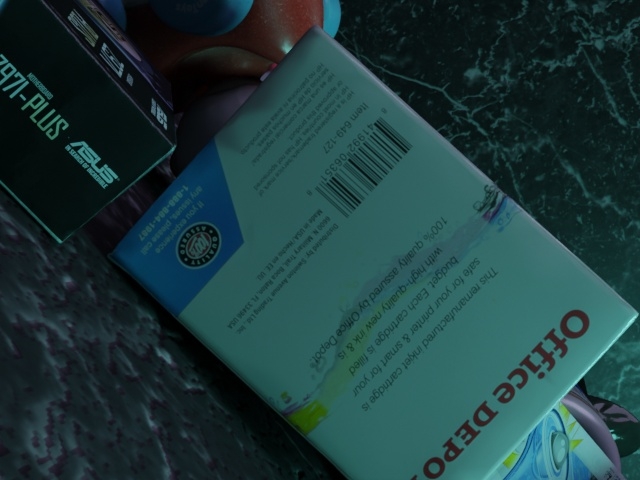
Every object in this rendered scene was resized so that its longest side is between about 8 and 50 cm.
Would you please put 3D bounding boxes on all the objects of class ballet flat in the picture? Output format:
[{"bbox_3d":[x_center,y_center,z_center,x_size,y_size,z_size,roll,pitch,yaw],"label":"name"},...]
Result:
[{"bbox_3d":[0.291,0.244,1.432,0.280,0.095,0.096,14,17,18],"label":"ballet flat"}]

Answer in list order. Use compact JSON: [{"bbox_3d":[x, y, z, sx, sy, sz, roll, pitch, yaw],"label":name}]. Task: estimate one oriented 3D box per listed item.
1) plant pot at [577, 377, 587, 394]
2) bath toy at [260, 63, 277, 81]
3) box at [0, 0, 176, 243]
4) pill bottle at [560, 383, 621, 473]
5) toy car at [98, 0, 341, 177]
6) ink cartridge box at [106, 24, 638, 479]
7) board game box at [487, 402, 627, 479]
[{"bbox_3d":[0.313,0.245,1.618,0.187,0.188,0.167,45,19,-46],"label":"plant pot"},{"bbox_3d":[-0.048,-0.134,1.436,0.151,0.129,0.348,16,-9,21],"label":"bath toy"},{"bbox_3d":[-0.154,-0.100,0.566,0.147,0.077,0.180,49,5,-19],"label":"box"},{"bbox_3d":[0.175,0.172,0.995,0.153,0.153,0.265,50,8,-8],"label":"pill bottle"},{"bbox_3d":[-0.085,-0.096,0.837,0.219,0.210,0.238,-12,91,-70],"label":"toy car"},{"bbox_3d":[0.033,0.023,0.634,0.232,0.171,0.168,43,4,3],"label":"ink cartridge box"},{"bbox_3d":[0.149,0.192,0.777,0.035,0.136,0.201,22,-19,51],"label":"board game box"}]
